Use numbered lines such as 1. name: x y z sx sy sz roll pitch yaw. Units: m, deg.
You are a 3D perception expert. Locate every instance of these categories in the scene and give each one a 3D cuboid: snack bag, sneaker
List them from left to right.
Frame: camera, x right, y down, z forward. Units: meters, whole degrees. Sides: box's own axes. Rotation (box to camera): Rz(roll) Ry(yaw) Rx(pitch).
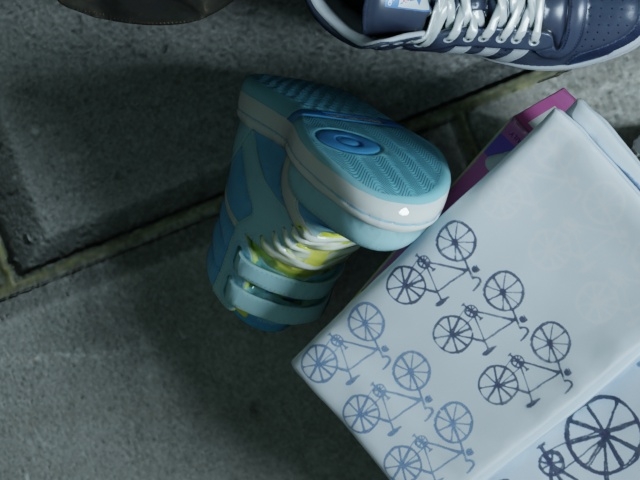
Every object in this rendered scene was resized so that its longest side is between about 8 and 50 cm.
1. sneaker: 0.000 0.000 1.351 0.127 0.319 0.208 9 106 -18
2. sneaker: 0.123 -0.190 1.353 0.282 0.153 0.099 6 95 16
3. snack bag: 0.186 0.122 1.259 0.323 0.037 0.342 -44 83 27

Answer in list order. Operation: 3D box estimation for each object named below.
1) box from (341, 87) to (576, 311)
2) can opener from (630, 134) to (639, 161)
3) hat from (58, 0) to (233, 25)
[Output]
1. box: 0.173 0.045 1.339 0.213 0.117 0.243 46 122 9
2. can opener: 0.371 -0.009 1.348 0.283 0.076 0.095 24 131 13
3. hat: -0.148 -0.261 1.413 0.331 0.331 0.134 22 140 14
